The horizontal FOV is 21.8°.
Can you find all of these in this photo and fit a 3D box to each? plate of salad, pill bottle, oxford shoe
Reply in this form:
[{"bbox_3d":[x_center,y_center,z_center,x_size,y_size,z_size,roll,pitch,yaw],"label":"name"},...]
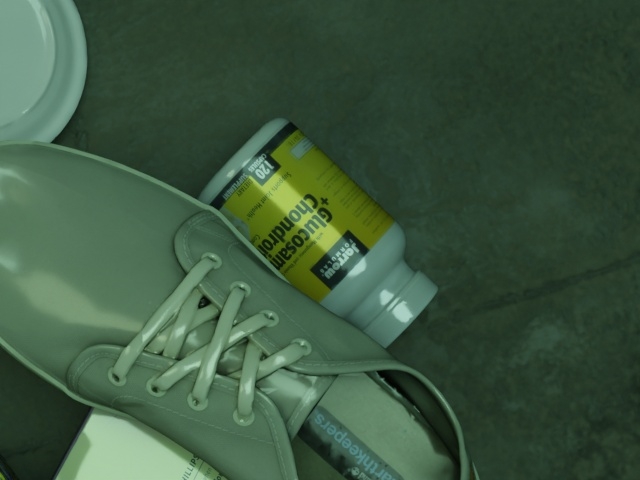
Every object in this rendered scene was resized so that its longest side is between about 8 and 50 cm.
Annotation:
[{"bbox_3d":[-0.279,-0.147,1.284,0.200,0.048,0.199,5,77,-23],"label":"plate of salad"},{"bbox_3d":[0.000,0.000,1.284,0.184,0.103,0.103,43,78,0],"label":"pill bottle"},{"bbox_3d":[-0.070,0.074,1.133,0.449,0.130,0.169,36,79,-1],"label":"oxford shoe"}]

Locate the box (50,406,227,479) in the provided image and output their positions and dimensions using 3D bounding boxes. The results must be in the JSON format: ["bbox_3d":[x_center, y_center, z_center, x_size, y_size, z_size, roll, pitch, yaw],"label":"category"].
[{"bbox_3d":[-0.068,0.187,1.241,0.243,0.117,0.213,28,79,-5],"label":"box"}]

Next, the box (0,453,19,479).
[{"bbox_3d":[-0.244,0.182,1.187,0.054,0.169,0.059,-36,89,-11],"label":"box"}]
